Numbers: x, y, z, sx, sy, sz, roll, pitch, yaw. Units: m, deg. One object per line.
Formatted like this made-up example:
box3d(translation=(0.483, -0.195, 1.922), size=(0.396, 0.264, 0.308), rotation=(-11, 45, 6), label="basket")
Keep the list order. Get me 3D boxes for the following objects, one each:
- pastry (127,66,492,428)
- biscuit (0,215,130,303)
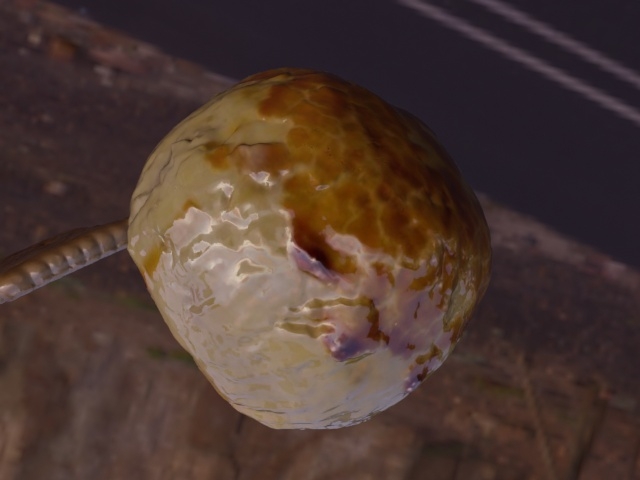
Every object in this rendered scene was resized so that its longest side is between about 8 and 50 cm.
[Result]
box3d(translation=(0.000, 0.000, 1.683), size=(0.313, 0.388, 0.388), rotation=(-30, 154, 17), label="pastry")
box3d(translation=(-0.352, 0.032, 2.000), size=(0.217, 0.044, 0.325), rotation=(-28, -172, -30), label="biscuit")
